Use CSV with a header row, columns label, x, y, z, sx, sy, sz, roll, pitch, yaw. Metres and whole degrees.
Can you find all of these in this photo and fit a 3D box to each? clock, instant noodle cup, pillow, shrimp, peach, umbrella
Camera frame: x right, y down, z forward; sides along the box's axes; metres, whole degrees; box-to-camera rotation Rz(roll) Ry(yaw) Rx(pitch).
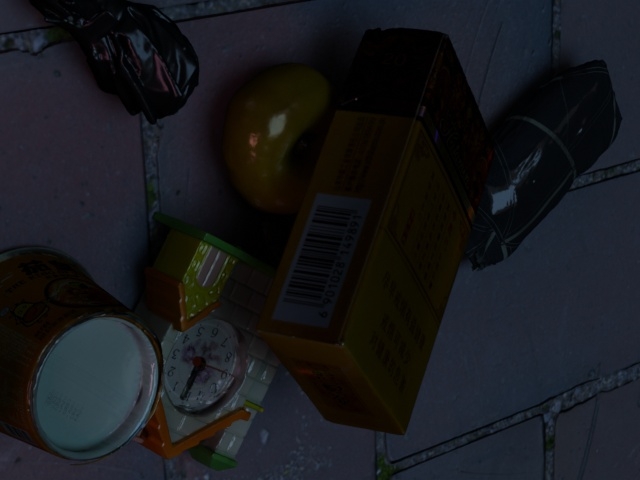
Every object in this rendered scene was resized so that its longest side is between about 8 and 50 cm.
label,x,y,z,sx,sy,sz,roll,pitch,yaw
clock,-0.138,0.130,1.844,0.219,0.106,0.255,28,85,-41
instant noodle cup,-0.279,0.130,1.683,0.215,0.172,0.216,-14,113,-37
pillow,0.294,-0.102,2.144,0.335,0.092,0.161,-48,131,-18
shrimp,0.000,0.000,1.941,0.180,0.099,0.041,-8,151,-47
peach,-0.039,-0.120,1.854,0.179,0.103,0.179,-21,118,-45
umbrella,-0.255,-0.252,1.649,0.340,0.118,0.118,42,76,-33

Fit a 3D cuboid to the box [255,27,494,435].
label,x,y,z,sx,sy,sz,roll,pitch,yaw
box,0.078,-0.013,1.857,0.264,0.115,0.415,56,47,-55
